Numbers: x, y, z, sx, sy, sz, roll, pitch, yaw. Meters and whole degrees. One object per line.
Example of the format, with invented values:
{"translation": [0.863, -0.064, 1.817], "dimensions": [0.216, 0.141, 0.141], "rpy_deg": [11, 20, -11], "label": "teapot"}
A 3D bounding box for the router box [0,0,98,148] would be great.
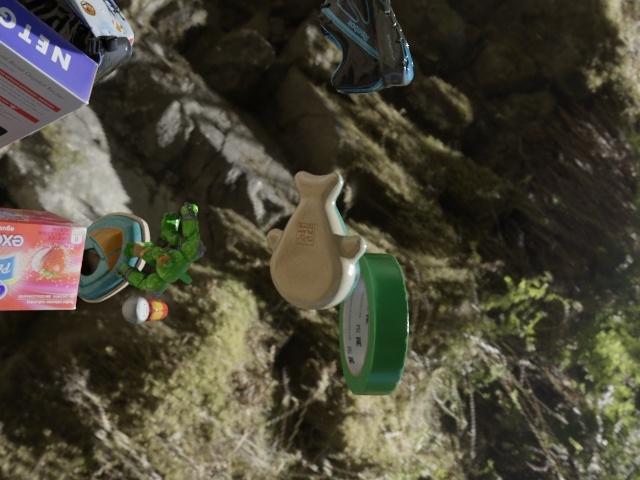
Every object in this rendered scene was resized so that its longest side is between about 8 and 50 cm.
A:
{"translation": [-0.553, -0.266, 1.111], "dimensions": [0.301, 0.335, 0.082], "rpy_deg": [-17, -125, 30], "label": "router box"}

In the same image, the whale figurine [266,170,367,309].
{"translation": [0.000, 0.000, 1.536], "dimensions": [0.216, 0.141, 0.271], "rpy_deg": [3, -88, 27], "label": "whale figurine"}

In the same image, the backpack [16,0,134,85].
{"translation": [-0.477, -0.373, 1.333], "dimensions": [0.277, 0.263, 0.213], "rpy_deg": [-30, -167, 23], "label": "backpack"}

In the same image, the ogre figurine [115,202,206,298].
{"translation": [-0.293, 0.026, 1.468], "dimensions": [0.197, 0.096, 0.118], "rpy_deg": [-32, -127, -16], "label": "ogre figurine"}

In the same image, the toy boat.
{"translation": [-0.512, 0.081, 1.947], "dimensions": [0.267, 0.318, 0.148], "rpy_deg": [-45, 162, 11], "label": "toy boat"}

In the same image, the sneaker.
{"translation": [0.052, -0.412, 1.290], "dimensions": [0.140, 0.340, 0.125], "rpy_deg": [-14, 172, 13], "label": "sneaker"}

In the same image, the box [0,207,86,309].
{"translation": [-0.544, 0.023, 1.205], "dimensions": [0.154, 0.300, 0.142], "rpy_deg": [18, -80, 46], "label": "box"}

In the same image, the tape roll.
{"translation": [0.114, 0.188, 1.745], "dimensions": [0.321, 0.077, 0.321], "rpy_deg": [-177, -90, -79], "label": "tape roll"}
